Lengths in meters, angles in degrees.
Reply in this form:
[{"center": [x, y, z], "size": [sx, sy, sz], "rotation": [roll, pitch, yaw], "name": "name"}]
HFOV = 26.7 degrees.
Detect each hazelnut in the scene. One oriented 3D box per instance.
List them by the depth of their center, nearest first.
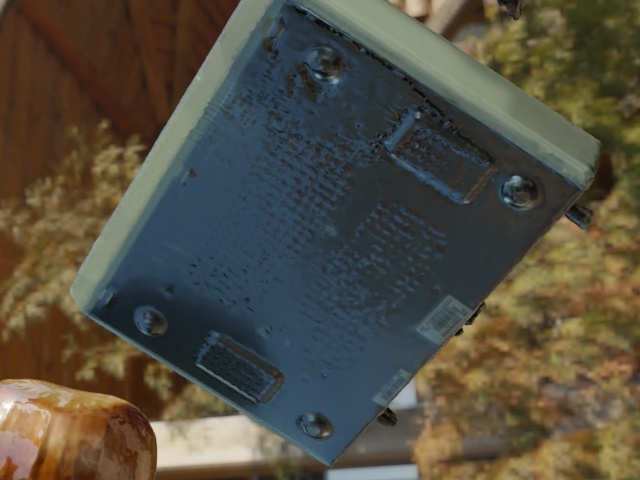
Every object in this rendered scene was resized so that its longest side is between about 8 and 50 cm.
[{"center": [-0.200, 0.177, 0.996], "size": [0.150, 0.150, 0.150], "rotation": [-6, -90, -74], "name": "hazelnut"}]

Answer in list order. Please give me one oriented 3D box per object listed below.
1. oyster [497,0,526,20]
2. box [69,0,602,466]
[{"center": [0.155, -0.241, 1.064], "size": [0.132, 0.086, 0.029], "rotation": [53, -160, -32], "name": "oyster"}, {"center": [0.000, 0.000, 0.728], "size": [0.211, 0.270, 0.045], "rotation": [34, -142, -7], "name": "box"}]
